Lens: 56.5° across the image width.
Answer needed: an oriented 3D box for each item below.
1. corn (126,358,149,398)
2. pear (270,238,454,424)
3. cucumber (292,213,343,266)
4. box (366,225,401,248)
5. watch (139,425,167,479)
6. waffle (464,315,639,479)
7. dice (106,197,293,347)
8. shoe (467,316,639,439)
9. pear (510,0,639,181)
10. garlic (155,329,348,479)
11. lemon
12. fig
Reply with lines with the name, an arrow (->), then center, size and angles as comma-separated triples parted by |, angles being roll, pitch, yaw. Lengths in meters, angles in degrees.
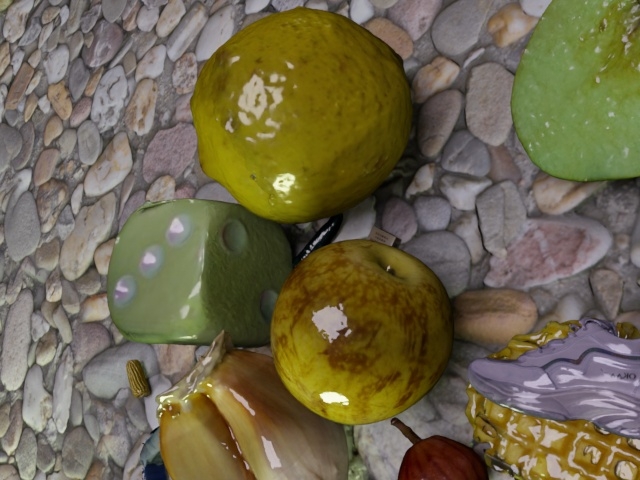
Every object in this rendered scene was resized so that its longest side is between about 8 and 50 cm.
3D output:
corn -> -0.397, 0.299, 1.288 | 0.037, 0.037, 0.092 | -39, 59, 21
pear -> 0.057, 0.134, 0.861 | 0.281, 0.281, 0.280 | -10, 72, 33
cucumber -> 0.000, 0.000, 1.088 | 0.133, 0.032, 0.032 | -50, 55, 13
box -> 0.096, 0.023, 1.017 | 0.053, 0.024, 0.083 | 31, 97, 38
watch -> -0.218, 0.454, 1.098 | 0.276, 0.068, 0.274 | -34, 60, 23
waffle -> 0.331, 0.232, 0.767 | 0.281, 0.060, 0.262 | -31, 59, 22
dice -> -0.215, 0.068, 1.087 | 0.252, 0.254, 0.249 | -5, 77, 33
shoe -> 0.306, 0.153, 0.722 | 0.245, 0.095, 0.137 | 6, 75, 29
pear -> 0.389, -0.188, 0.804 | 0.239, 0.139, 0.287 | -46, 59, 35
garlic -> -0.113, 0.324, 0.959 | 0.286, 0.249, 0.313 | -41, 81, -12
lemon -> -0.022, -0.206, 0.976 | 0.388, 0.349, 0.349 | -28, 57, -9
fig -> 0.152, 0.330, 0.823 | 0.151, 0.128, 0.128 | 18, 88, 18
